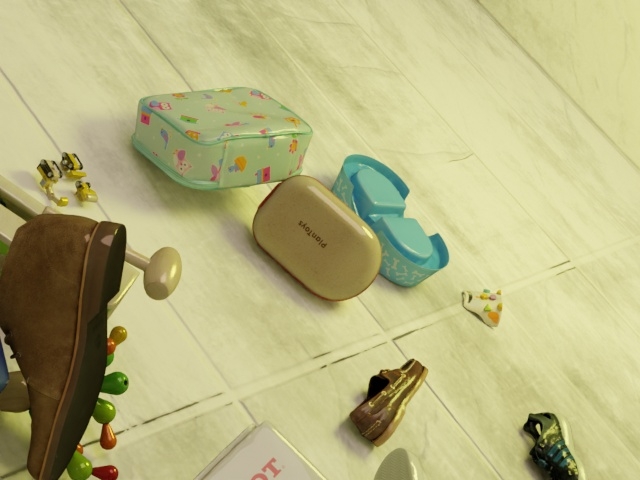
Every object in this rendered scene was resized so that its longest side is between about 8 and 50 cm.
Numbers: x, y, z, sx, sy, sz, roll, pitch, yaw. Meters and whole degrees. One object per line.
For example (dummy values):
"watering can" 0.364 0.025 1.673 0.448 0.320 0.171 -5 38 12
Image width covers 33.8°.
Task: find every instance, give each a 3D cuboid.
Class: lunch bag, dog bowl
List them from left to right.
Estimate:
"lunch bag" -0.167 -0.179 1.797 0.279 0.108 0.224 -11 35 -43
"dog bowl" 0.125 -0.036 2.016 0.165 0.074 0.297 2 48 -45

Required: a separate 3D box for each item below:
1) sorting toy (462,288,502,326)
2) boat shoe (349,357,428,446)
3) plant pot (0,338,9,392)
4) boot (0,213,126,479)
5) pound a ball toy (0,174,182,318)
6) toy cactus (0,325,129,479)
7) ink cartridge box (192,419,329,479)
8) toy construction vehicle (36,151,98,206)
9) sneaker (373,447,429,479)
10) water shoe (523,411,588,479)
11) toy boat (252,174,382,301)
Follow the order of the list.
"sorting toy" 0.313 0.120 2.055 0.075 0.045 0.083 13 36 -6
"boat shoe" 0.109 0.237 1.656 0.073 0.073 0.207 42 31 1
"plant pot" -0.466 0.114 1.081 0.212 0.236 0.236 15 39 -45
"boot" -0.295 0.118 1.149 0.115 0.306 0.112 12 8 1
"pound a ball toy" -0.343 0.004 1.358 0.319 0.208 0.136 35 32 -6
"toy cactus" -0.318 0.181 1.251 0.180 0.112 0.219 -1 83 -14
"ink cartridge box" -0.033 0.432 1.091 0.395 0.166 0.285 45 57 8
"toy construction vehicle" -0.388 -0.090 1.602 0.098 0.035 0.086 55 24 19
"sneaker" 0.160 0.437 1.440 0.169 0.108 0.293 23 45 -27
"water shoe" 0.395 0.379 1.796 0.080 0.073 0.203 7 35 -9
"toy boat" 0.000 0.000 1.811 0.231 0.151 0.151 42 3 5
